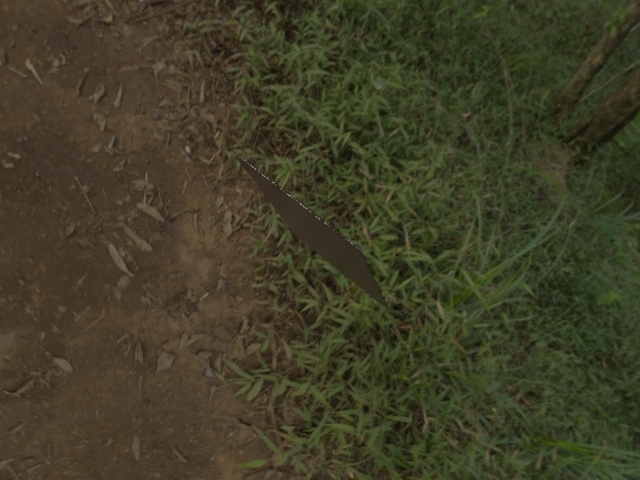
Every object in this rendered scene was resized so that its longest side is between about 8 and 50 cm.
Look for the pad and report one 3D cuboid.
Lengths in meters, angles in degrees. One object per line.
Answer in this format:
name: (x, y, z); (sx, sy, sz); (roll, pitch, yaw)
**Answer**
pad: (0.000, 0.000, 0.396); (0.112, 0.157, 0.003); (38, 83, 22)
